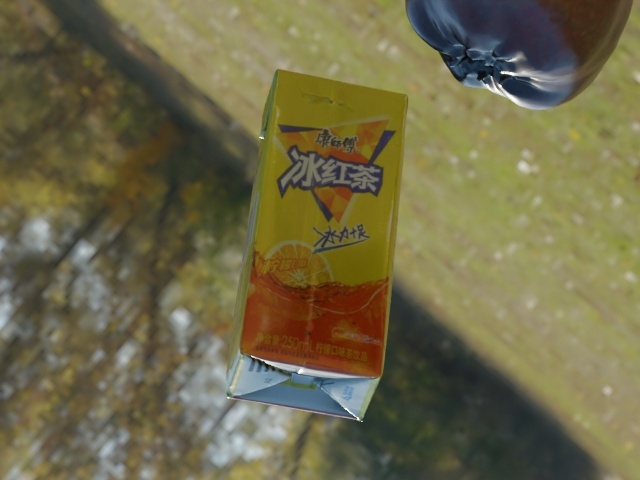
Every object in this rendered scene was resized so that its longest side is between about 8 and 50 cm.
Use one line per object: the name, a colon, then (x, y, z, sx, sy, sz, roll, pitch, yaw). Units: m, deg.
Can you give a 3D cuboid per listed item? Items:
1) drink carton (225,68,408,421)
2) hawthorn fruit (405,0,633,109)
drink carton: (0.000, 0.000, 1.915, 0.155, 0.351, 0.111, 11, 148, -7)
hawthorn fruit: (0.200, -0.249, 1.636, 0.208, 0.248, 0.208, 33, 173, 5)
